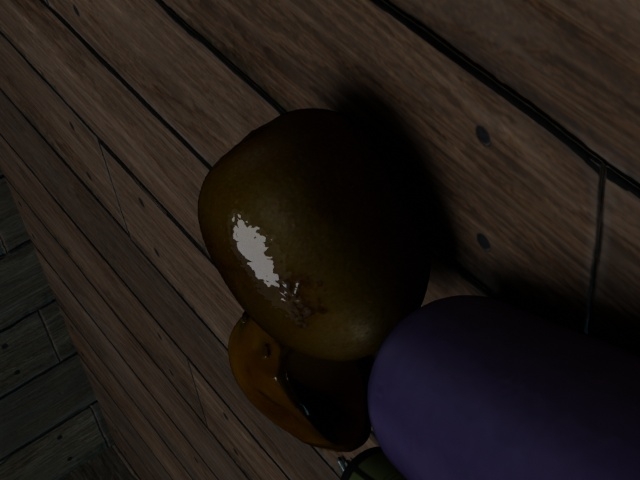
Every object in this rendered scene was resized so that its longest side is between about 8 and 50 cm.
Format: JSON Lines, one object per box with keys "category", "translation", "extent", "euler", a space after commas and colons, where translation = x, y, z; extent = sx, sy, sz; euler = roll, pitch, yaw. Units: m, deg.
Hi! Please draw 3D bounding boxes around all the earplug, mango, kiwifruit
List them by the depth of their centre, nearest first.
{"category": "earplug", "translation": [0.184, 0.167, 0.894], "extent": [0.456, 0.215, 0.215], "euler": [28, 144, 61]}
{"category": "kiwifruit", "translation": [0.000, 0.000, 1.107], "extent": [0.234, 0.196, 0.196], "euler": [63, 160, -10]}
{"category": "mango", "translation": [-0.017, 0.164, 1.468], "extent": [0.166, 0.136, 0.236], "euler": [6, 139, 52]}

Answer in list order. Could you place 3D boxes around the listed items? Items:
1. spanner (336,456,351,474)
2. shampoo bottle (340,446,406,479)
{"category": "spanner", "translation": [0.108, 0.438, 1.743], "extent": [0.302, 0.017, 0.071], "euler": [58, 161, 4]}
{"category": "shampoo bottle", "translation": [0.130, 0.332, 1.405], "extent": [0.284, 0.101, 0.101], "euler": [25, 141, 57]}
